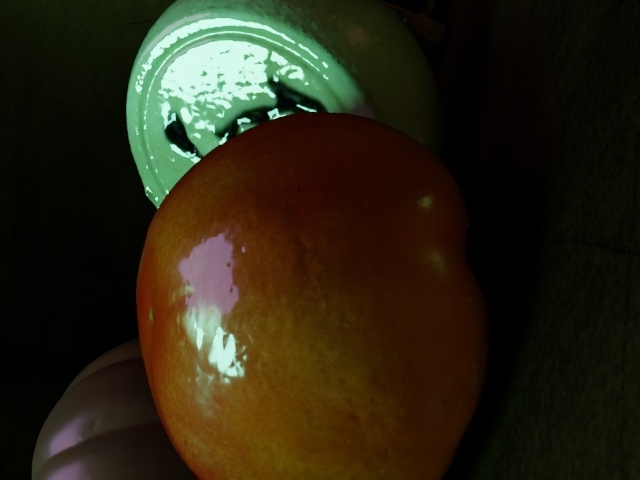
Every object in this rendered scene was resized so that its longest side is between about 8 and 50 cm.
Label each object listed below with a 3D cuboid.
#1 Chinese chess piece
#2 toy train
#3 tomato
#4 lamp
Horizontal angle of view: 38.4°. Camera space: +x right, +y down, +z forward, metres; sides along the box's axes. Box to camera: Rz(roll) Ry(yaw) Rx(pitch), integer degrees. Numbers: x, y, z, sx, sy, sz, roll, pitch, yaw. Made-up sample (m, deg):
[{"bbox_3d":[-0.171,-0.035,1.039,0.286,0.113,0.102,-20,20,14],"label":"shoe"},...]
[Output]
[{"bbox_3d":[-0.029,-0.082,0.702,0.101,0.250,0.250,-49,-21,-49],"label":"Chinese chess piece"},{"bbox_3d":[0.058,-0.184,0.859,0.219,0.089,0.127,119,171,-76],"label":"toy train"},{"bbox_3d":[-0.013,0.041,0.547,0.260,0.179,0.260,177,90,-67],"label":"tomato"},{"bbox_3d":[-0.099,0.221,0.740,0.303,0.256,0.303,59,-163,-31],"label":"lamp"}]
